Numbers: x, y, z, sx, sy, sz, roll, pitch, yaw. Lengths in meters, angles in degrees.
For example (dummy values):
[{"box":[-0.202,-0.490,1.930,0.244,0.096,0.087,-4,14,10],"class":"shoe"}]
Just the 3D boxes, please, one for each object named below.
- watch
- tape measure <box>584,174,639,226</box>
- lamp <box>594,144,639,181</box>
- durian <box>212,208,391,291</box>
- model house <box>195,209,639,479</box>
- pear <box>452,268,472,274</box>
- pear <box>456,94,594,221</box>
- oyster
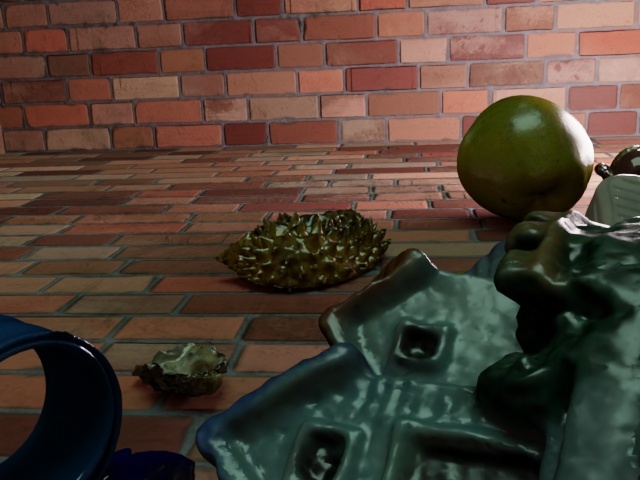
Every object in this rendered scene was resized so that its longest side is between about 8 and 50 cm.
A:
[{"box":[-0.235,0.158,0.575,0.171,0.200,0.196,2,19,27],"class":"watch"},{"box":[0.462,0.031,0.972,0.265,0.130,0.258,16,35,8],"class":"tape measure"},{"box":[0.690,-0.109,1.550,0.223,0.151,0.215,44,33,4],"class":"lamp"},{"box":[0.001,0.001,1.278,0.341,0.112,0.191,-11,15,-36],"class":"durian"},{"box":[0.058,0.118,0.493,0.329,0.251,0.294,3,55,32],"class":"model house"},{"box":[0.177,0.104,0.807,0.162,0.148,0.149,4,16,10],"class":"pear"},{"box":[0.439,-0.178,1.573,0.294,0.294,0.294,-2,15,1],"class":"pear"},{"box":[-0.157,0.155,0.846,0.103,0.051,0.148,-13,3,-26],"class":"oyster"}]
